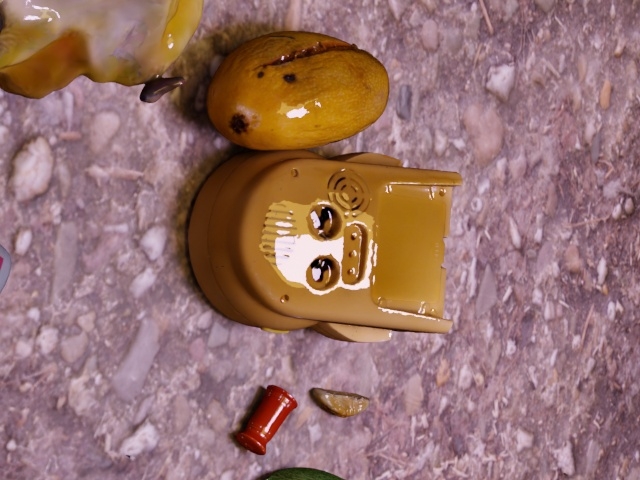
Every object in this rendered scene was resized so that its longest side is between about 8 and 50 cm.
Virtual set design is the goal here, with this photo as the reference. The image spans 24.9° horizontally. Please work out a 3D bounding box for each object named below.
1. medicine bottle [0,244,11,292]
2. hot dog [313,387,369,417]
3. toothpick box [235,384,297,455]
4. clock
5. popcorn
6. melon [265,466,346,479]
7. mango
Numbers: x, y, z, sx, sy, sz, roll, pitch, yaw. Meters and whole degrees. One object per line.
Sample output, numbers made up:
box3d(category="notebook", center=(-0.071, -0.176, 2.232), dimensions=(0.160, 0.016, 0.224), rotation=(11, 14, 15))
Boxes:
box3d(category="medicine bottle", center=(-0.424, -0.008, 1.485), dimensions=(0.216, 0.090, 0.090), rotation=(39, 66, -34))
box3d(category="hot dog", center=(0.026, 0.217, 1.925), dimensions=(0.090, 0.030, 0.034), rotation=(13, 91, -41))
box3d(category="toothpick box", center=(-0.069, 0.228, 1.831), dimensions=(0.047, 0.047, 0.083), rotation=(50, 61, -30))
box3d(category="clock", center=(0.000, 0.000, 1.806), dimensions=(0.317, 0.200, 0.244), rotation=(7, 83, -33))
box3d(category="popcorn", center=(-0.292, -0.282, 1.512), dimensions=(0.297, 0.281, 0.316), rotation=(-35, 152, 3))
box3d(category="melon", center=(0.053, 0.400, 1.861), dimensions=(0.129, 0.169, 0.265), rotation=(-31, 112, -38))
box3d(category="mango", center=(-0.016, -0.193, 1.791), dimensions=(0.295, 0.177, 0.120), rotation=(-28, 139, -44))
